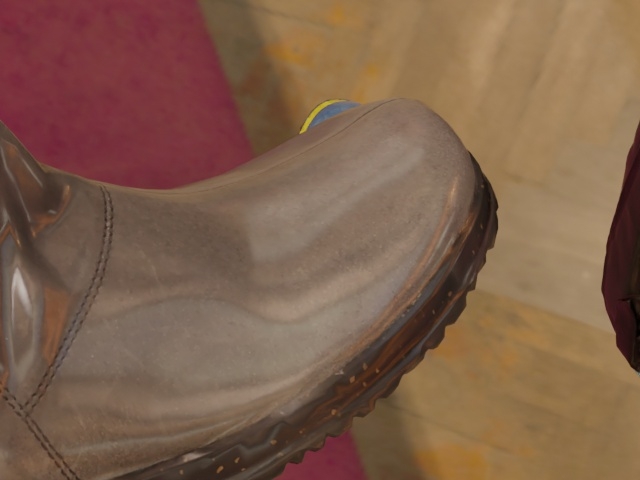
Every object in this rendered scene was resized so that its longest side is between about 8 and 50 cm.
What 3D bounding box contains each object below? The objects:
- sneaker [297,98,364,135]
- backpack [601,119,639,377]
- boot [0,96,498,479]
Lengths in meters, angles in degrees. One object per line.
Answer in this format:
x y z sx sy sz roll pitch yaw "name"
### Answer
0.000 0.000 1.330 0.082 0.069 0.209 -131 55 -67 "sneaker"
0.324 -0.035 1.186 0.355 0.273 0.290 -61 37 20 "backpack"
-0.099 -0.015 0.545 0.338 0.222 0.118 -37 26 -30 "boot"
